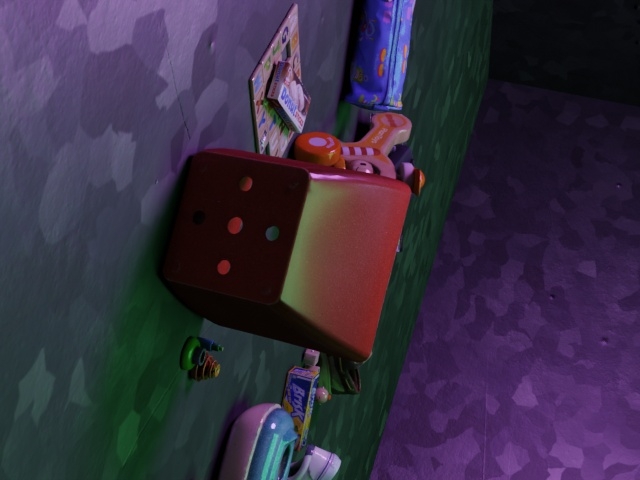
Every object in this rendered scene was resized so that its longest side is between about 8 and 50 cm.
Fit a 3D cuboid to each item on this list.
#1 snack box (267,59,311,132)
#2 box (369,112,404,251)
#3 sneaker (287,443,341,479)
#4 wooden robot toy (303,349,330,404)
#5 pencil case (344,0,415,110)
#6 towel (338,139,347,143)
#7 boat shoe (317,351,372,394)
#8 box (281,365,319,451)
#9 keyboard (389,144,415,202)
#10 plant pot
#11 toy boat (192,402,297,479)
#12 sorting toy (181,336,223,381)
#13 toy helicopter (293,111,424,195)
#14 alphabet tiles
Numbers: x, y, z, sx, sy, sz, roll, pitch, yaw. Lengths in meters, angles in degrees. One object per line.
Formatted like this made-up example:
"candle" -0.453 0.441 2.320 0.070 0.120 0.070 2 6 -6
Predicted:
"snack box" -0.050 -0.231 1.673 0.178 0.022 0.064 46 60 -75
"box" 0.154 -0.125 2.363 0.242 0.077 0.307 0 92 -84
"sneaker" -0.059 0.535 2.237 0.258 0.091 0.094 -53 -178 21
"wooden robot toy" -0.011 0.329 2.290 0.076 0.079 0.173 -6 109 -76
"pencil case" 0.126 -0.406 2.048 0.133 0.120 0.306 -123 -141 -67
"towel" 0.046 -0.040 2.133 0.312 0.056 0.324 7 88 -76
"boat shoe" 0.060 0.242 2.381 0.123 0.123 0.342 -70 167 -47
"box" -0.050 0.358 2.197 0.054 0.059 0.168 -28 130 -72
"keyboard" 0.120 -0.099 2.129 0.317 0.033 0.201 -54 133 -42
"plant pot" -0.063 0.000 1.421 0.236 0.267 0.267 26 77 -64
"toy boat" -0.117 0.430 1.799 0.318 0.148 0.267 -5 108 -76
"sorting toy" -0.173 0.178 1.551 0.102 0.042 0.061 73 32 -64
"toy helicopter" 0.105 -0.155 1.928 0.355 0.235 0.140 -53 153 -53
"alphabet tiles" -0.068 -0.229 1.669 0.237 0.009 0.198 87 21 -49
